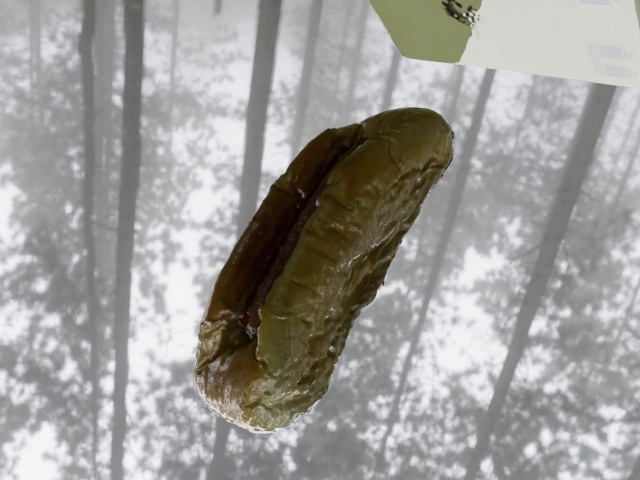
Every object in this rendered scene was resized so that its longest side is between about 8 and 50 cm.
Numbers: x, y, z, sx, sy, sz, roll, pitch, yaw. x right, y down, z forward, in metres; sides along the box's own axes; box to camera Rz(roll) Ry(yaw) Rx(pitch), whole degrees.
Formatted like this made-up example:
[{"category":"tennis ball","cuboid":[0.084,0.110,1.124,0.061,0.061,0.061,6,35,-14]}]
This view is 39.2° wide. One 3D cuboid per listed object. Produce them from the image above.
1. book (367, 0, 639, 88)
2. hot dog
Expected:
[{"category":"book","cuboid":[0.067,-0.088,0.334,0.111,0.077,0.014,15,-106,31]},{"category":"hot dog","cuboid":[0.000,0.000,0.551,0.084,0.073,0.242,10,-121,43]}]
